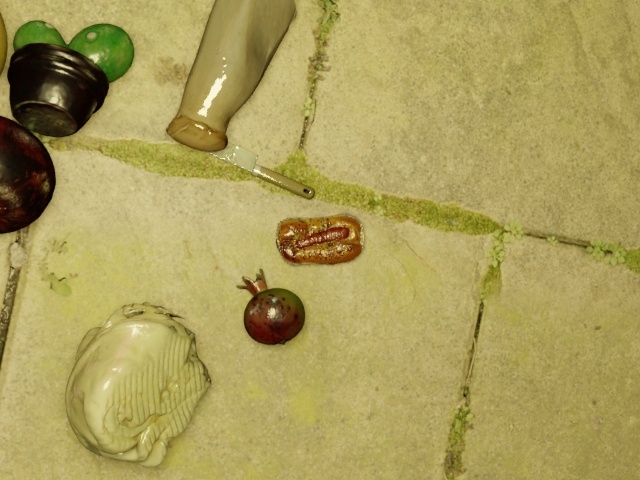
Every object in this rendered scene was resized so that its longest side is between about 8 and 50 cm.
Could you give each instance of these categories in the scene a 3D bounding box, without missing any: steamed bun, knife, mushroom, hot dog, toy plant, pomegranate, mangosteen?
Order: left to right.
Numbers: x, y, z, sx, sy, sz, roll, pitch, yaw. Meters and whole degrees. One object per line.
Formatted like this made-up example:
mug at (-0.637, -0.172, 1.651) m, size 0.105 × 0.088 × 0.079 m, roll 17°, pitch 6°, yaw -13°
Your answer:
mangosteen at (-0.604, -0.139, 1.314) m, size 0.236 × 0.235 × 0.261 m, roll -5°, pitch 51°, yaw -14°
toy plant at (-0.471, -0.315, 1.350) m, size 0.218 × 0.175 × 0.235 m, roll 10°, pitch 64°, yaw -8°
steamed bun at (-0.368, 0.258, 1.365) m, size 0.280 × 0.207 × 0.268 m, roll -58°, pitch 143°, yaw -24°
mushroom at (-0.171, -0.367, 1.431) m, size 0.138 × 0.154 × 0.407 m, roll 23°, pitch 91°, yaw 25°
knife at (-0.145, -0.162, 1.505) m, size 0.298 × 0.017 × 0.047 m, roll 23°, pitch 87°, yaw -9°
pomegranate at (-0.103, 0.136, 1.471) m, size 0.129 × 0.129 × 0.159 m, roll -29°, pitch 98°, yaw -11°
hot dog at (0.000, 0.000, 1.528) m, size 0.191 × 0.059 × 0.108 m, roll -4°, pitch 89°, yaw -12°

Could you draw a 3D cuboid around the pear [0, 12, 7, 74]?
pear at (-0.693, -0.354, 1.225) m, size 0.309 × 0.309 × 0.309 m, roll -1°, pitch 92°, yaw -14°
